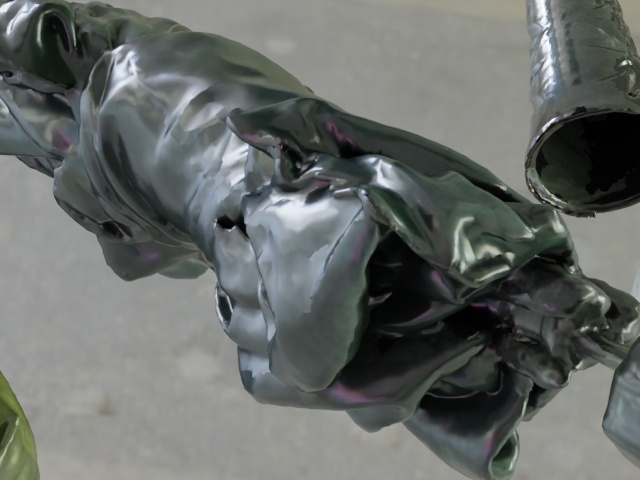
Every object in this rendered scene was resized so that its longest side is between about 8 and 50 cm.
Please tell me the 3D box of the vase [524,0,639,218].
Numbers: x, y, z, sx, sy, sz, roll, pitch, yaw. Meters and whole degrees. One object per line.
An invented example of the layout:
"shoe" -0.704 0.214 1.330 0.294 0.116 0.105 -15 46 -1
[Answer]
"vase" 0.098 -0.089 0.732 0.059 0.059 0.167 4 48 -8

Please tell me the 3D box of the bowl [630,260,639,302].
"bowl" 0.316 0.061 1.297 0.313 0.313 0.146 38 20 33

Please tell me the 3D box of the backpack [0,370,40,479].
"backpack" -0.277 0.099 1.051 0.207 0.140 0.253 -42 67 -9

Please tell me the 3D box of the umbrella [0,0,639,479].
"umbrella" -0.003 0.001 0.582 0.143 0.094 0.349 22 5 -43
